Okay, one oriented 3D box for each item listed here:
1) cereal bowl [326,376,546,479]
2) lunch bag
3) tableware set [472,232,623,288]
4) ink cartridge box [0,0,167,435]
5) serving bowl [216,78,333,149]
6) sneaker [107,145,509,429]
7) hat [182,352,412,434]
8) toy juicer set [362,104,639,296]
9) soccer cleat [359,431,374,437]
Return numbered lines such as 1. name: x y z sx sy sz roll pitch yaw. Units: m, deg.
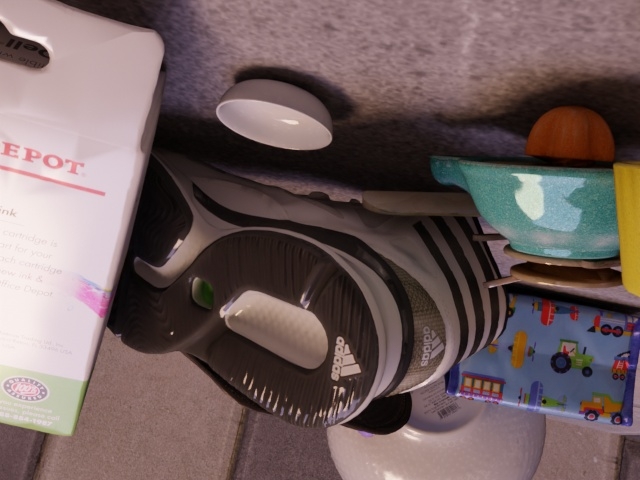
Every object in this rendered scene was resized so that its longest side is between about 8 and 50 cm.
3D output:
1. cereal bowl: 0.173 0.249 1.246 0.338 0.339 0.141 10 143 14
2. lunch bag: 0.278 0.145 1.115 0.220 0.138 0.293 10 178 5
3. tableware set: 0.214 0.019 0.577 0.194 0.039 0.128 -2 -171 -24
4. ink cartridge box: -0.234 -0.036 0.583 0.207 0.119 0.354 16 124 -12
5. serving bowl: -0.030 -0.092 0.576 0.083 0.027 0.083 12 167 3
6. sneaker: -0.032 0.018 0.738 0.257 0.169 0.447 -4 -159 -42
7. hat: -0.021 0.065 0.886 0.331 0.134 0.331 25 -166 -6
8. toy juicer set: 0.184 -0.038 0.515 0.209 0.090 0.329 -2 -171 -21
9. soccer cleat: 0.010 0.179 1.226 0.116 0.108 0.318 60 174 -22
